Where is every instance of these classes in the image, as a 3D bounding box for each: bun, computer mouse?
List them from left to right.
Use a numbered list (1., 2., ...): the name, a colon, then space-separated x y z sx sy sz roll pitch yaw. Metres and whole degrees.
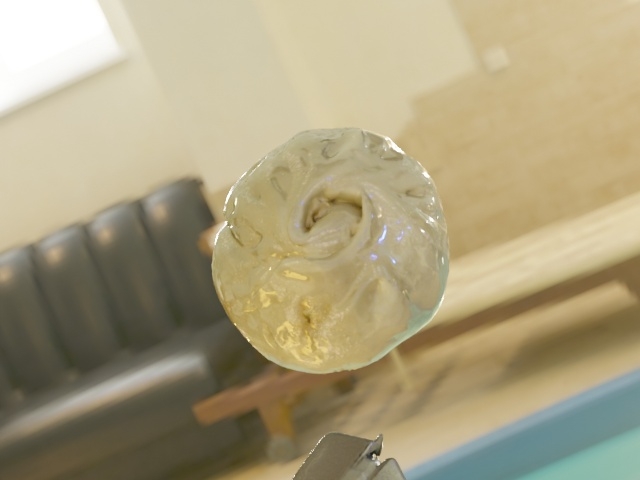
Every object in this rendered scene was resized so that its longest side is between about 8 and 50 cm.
1. computer mouse: -0.001 0.275 1.589 0.231 0.126 0.071 -58 -24 16
2. bun: 0.000 0.000 1.235 0.183 0.183 0.102 -24 -27 6
